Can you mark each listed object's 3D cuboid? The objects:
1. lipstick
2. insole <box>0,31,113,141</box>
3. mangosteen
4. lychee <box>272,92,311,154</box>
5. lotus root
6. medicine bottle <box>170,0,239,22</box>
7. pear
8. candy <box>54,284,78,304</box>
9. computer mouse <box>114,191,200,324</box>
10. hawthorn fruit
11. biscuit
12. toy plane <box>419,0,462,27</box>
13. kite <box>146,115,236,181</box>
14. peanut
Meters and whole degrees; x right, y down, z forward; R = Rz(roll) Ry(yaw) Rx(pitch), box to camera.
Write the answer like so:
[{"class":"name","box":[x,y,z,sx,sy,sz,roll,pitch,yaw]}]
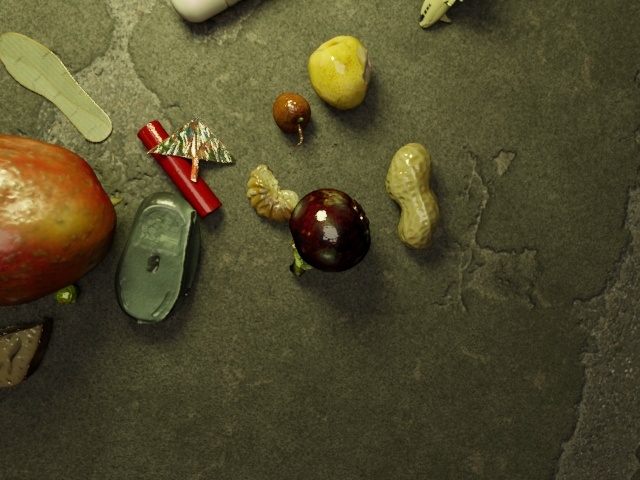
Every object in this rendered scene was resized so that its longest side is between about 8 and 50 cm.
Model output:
[{"class":"lipstick","box":[-0.375,-0.188,1.121,0.073,0.073,0.279,-36,99,1]},{"class":"insole","box":[-0.689,-0.399,1.093,0.119,0.009,0.348,-43,100,2]},{"class":"mangosteen","box":[0.000,0.000,1.119,0.231,0.231,0.289,42,115,-10]},{"class":"lychee","box":[-0.070,-0.325,1.110,0.140,0.101,0.114,47,125,3]},{"class":"lotus root","box":[-0.870,0.317,1.160,0.261,0.074,0.170,-9,100,-5]},{"class":"medicine bottle","box":[-0.217,-0.663,1.031,0.341,0.130,0.130,-30,100,1]},{"class":"pear","box":[0.055,-0.425,1.078,0.178,0.178,0.178,-1,99,-5]},{"class":"candy","box":[-0.684,0.082,1.156,0.062,0.058,0.193,11,88,25]},{"class":"computer mouse","box":[-0.433,0.047,1.134,0.203,0.114,0.373,20,104,-10]},{"class":"hawthorn fruit","box":[-0.668,-0.057,0.984,0.403,0.403,0.402,-1,99,-5]},{"class":"biscuit","box":[-0.133,-0.113,1.161,0.183,0.061,0.118,43,95,-10]},{"class":"toy plane","box":[0.345,-0.664,1.068,0.104,0.242,0.256,3,136,-25]},{"class":"kite","box":[-0.336,-0.245,1.112,0.232,0.009,0.189,5,75,-28]},{"class":"peanut","box":[0.257,-0.117,1.165,0.136,0.120,0.298,-8,101,21]}]
